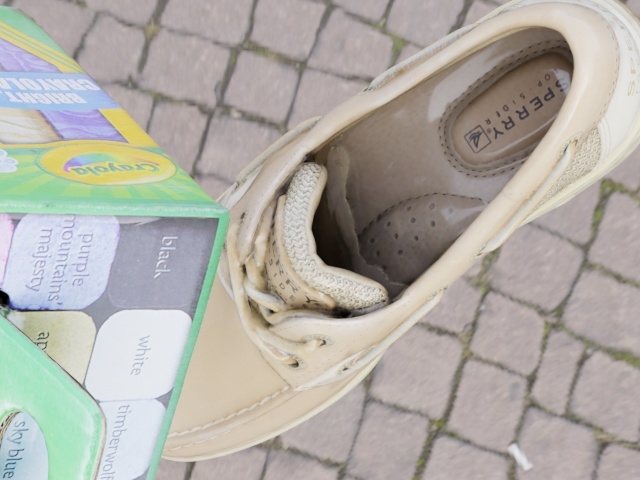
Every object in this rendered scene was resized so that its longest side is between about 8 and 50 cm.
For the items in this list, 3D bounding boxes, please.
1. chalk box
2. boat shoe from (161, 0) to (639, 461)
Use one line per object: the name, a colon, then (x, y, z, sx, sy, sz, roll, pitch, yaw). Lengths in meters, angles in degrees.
chalk box: (-0.123, 0.019, 0.368, 0.132, 0.213, 0.132, 2, 117, -36)
boat shoe: (0.000, 0.000, 0.589, 0.341, 0.110, 0.121, -42, 78, 25)
